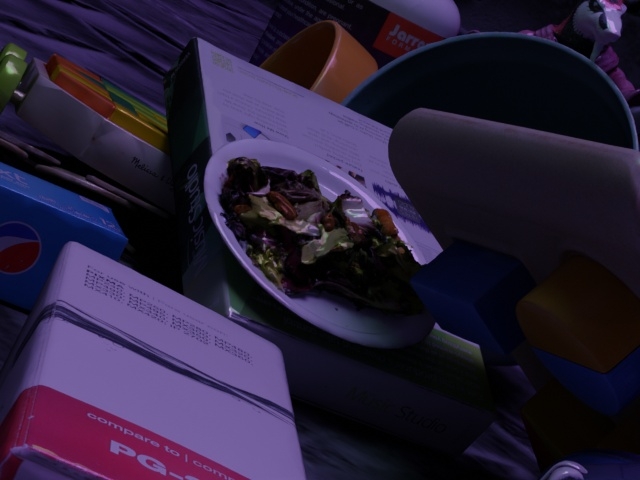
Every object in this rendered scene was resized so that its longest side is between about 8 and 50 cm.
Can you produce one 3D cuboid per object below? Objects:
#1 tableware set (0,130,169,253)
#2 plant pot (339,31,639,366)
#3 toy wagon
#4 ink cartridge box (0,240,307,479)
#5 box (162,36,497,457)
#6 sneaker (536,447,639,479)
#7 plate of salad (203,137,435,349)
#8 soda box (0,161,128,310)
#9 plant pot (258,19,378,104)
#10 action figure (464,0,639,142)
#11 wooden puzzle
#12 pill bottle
[{"bbox_3d":[-0.226,-0.047,1.466,0.194,0.039,0.128,27,-7,-37],"label":"tableware set"},{"bbox_3d":[0.151,-0.007,1.690,0.293,0.293,0.196,35,-15,35],"label":"plant pot"},{"bbox_3d":[-0.162,-0.082,1.639,0.267,0.068,0.344,31,5,-14],"label":"toy wagon"},{"bbox_3d":[-0.084,0.119,0.631,0.100,0.172,0.237,26,10,-9],"label":"ink cartridge box"},{"bbox_3d":[0.000,0.000,1.449,0.232,0.058,0.322,23,33,-26],"label":"box"},{"bbox_3d":[0.103,0.164,1.008,0.236,0.130,0.323,29,15,-19],"label":"sneaker"},{"bbox_3d":[0.008,-0.006,1.361,0.200,0.048,0.200,28,34,-20],"label":"plate of salad"},{"bbox_3d":[-0.233,-0.019,1.216,0.210,0.071,0.067,24,10,-22],"label":"soda box"},{"bbox_3d":[0.013,-0.073,1.838,0.188,0.205,0.205,40,6,-19],"label":"plant pot"},{"bbox_3d":[0.235,-0.104,1.982,0.248,0.370,0.276,28,5,10],"label":"action figure"},{"bbox_3d":[0.175,0.090,1.251,0.347,0.080,0.322,60,-16,-20],"label":"wooden puzzle"},{"bbox_3d":[0.026,-0.184,1.998,0.181,0.323,0.181,26,10,-5],"label":"pill bottle"}]
